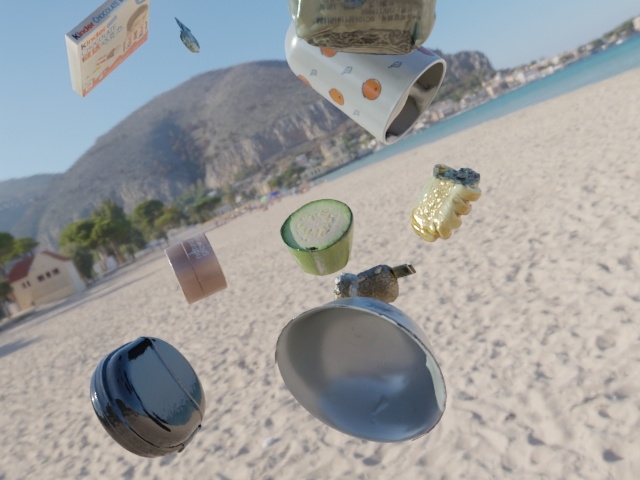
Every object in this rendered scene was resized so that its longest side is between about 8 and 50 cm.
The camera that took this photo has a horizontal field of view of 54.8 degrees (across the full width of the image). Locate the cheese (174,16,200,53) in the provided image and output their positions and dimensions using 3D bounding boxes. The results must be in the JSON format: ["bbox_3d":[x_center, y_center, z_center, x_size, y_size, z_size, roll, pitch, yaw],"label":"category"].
[{"bbox_3d":[-0.334,-0.511,1.555,0.026,0.121,0.067,-35,-33,13],"label":"cheese"}]

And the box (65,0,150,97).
[{"bbox_3d":[-0.559,-0.540,1.644,0.273,0.048,0.265,-52,3,-23],"label":"box"}]

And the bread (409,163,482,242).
[{"bbox_3d":[0.258,-0.079,1.286,0.084,0.119,0.177,9,-61,-44],"label":"bread"}]

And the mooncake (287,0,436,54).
[{"bbox_3d":[0.070,-0.381,1.030,0.254,0.136,0.250,3,21,1],"label":"mooncake"}]

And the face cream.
[{"bbox_3d":[-0.301,0.068,1.494,0.104,0.149,0.149,-24,6,-13],"label":"face cream"}]

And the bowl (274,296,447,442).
[{"bbox_3d":[0.097,0.225,1.229,0.345,0.345,0.157,-20,20,34],"label":"bowl"}]

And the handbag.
[{"bbox_3d":[-0.351,0.326,1.306,0.093,0.254,0.308,-39,0,11],"label":"handbag"}]

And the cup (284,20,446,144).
[{"bbox_3d":[0.086,-0.389,1.356,0.212,0.317,0.212,-45,-15,-16],"label":"cup"}]

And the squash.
[{"bbox_3d":[0.000,0.000,1.391,0.170,0.123,0.170,-8,38,6],"label":"squash"}]

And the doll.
[{"bbox_3d":[0.137,0.112,1.558,0.221,0.115,0.105,-21,-6,12],"label":"doll"}]
